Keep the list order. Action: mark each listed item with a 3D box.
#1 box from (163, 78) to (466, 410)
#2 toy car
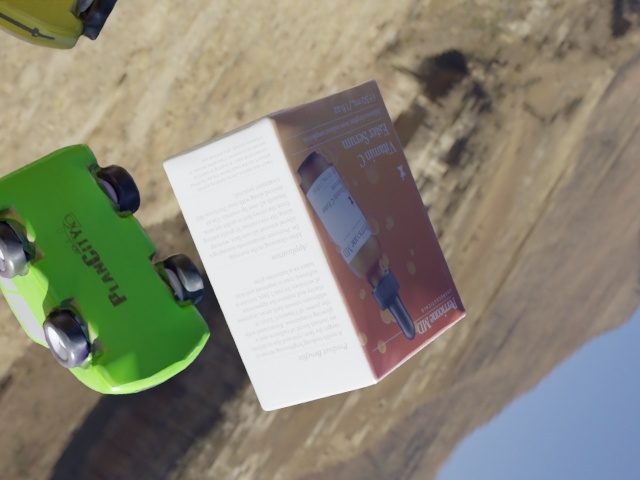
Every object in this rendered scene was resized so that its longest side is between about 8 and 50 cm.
[{"bbox_3d":[0.000,0.000,0.838,0.091,0.170,0.130,-19,-174,35],"label":"box"},{"bbox_3d":[-0.127,-0.034,0.512,0.239,0.225,0.053,-30,173,-32],"label":"toy car"}]
